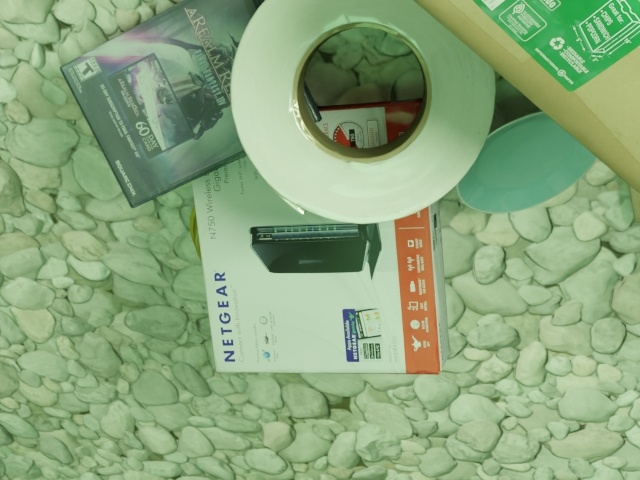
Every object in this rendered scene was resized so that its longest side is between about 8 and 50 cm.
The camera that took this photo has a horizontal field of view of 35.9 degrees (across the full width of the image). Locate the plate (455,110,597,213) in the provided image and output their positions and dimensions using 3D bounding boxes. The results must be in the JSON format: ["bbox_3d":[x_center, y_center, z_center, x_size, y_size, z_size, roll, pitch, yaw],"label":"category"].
[{"bbox_3d":[0.249,-0.100,1.191,0.188,0.024,0.188,-11,145,-8],"label":"plate"}]

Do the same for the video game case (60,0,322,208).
[{"bbox_3d":[-0.159,-0.178,1.189,0.274,0.026,0.196,-22,99,21],"label":"video game case"}]

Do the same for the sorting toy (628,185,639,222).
[{"bbox_3d":[0.459,-0.108,1.164,0.193,0.038,0.208,-7,134,20],"label":"sorting toy"}]

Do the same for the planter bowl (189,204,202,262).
[{"bbox_3d":[-0.092,0.027,1.391,0.217,0.090,0.217,8,134,8],"label":"planter bowl"}]

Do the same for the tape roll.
[{"bbox_3d":[0.046,-0.163,1.086,0.286,0.100,0.286,1,102,3],"label":"tape roll"}]

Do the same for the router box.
[{"bbox_3d":[0.000,0.000,1.248,0.301,0.082,0.335,-3,102,17],"label":"router box"}]

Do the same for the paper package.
[{"bbox_3d":[0.256,-0.246,0.898,0.325,0.309,0.168,37,128,-18],"label":"paper package"}]
